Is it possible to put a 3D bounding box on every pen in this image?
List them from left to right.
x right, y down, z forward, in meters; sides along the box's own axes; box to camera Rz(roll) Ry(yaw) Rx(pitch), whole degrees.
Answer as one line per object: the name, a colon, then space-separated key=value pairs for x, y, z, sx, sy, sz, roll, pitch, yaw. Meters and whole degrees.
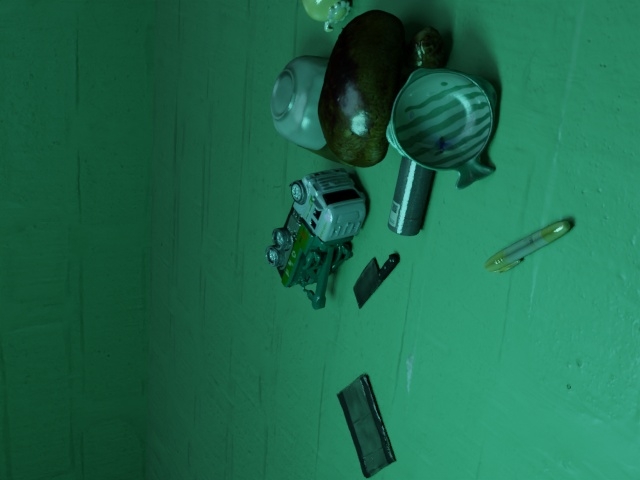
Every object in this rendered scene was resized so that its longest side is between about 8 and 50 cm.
pen: x=0.376 y=0.016 z=1.533 sx=0.040 sy=0.032 sz=0.233 roll=57 pitch=148 yaw=3

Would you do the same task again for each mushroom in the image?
mushroom: x=0.097 y=-0.321 z=1.785 sx=0.239 sy=0.345 sz=0.345 roll=34 pitch=136 yaw=7

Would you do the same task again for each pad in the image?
pad: x=0.114 y=0.471 z=2.130 sx=0.174 sy=0.022 sz=0.233 roll=-52 pitch=51 yaw=52

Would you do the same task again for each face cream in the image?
face cream: x=0.204 y=-0.147 z=1.786 sx=0.073 sy=0.073 sz=0.283 roll=47 pitch=135 yaw=50

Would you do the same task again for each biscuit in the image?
biscuit: x=0.021 y=-0.260 z=2.152 sx=0.322 sy=0.038 sz=0.099 roll=29 pitch=115 yaw=57

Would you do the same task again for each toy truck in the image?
toy truck: x=-0.003 y=-0.006 z=2.125 sx=0.178 sy=0.177 sz=0.363 roll=51 pitch=139 yaw=34

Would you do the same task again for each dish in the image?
dish: x=-0.048 y=-0.360 z=2.134 sx=0.256 sy=0.117 sz=0.256 roll=-24 pitch=61 yaw=56
dish: x=0.248 y=-0.226 z=1.639 sx=0.246 sy=0.224 sz=0.078 roll=60 pitch=-161 yaw=-9

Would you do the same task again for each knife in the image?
knife: x=0.128 y=0.083 z=2.035 sx=0.245 sy=0.019 sz=0.072 roll=124 pitch=134 yaw=-53

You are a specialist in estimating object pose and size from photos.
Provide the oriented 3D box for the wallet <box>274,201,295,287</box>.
wallet: x=-0.076 y=0.003 z=2.400 sx=0.146 sy=0.030 sz=0.285 roll=63 pitch=147 yaw=30

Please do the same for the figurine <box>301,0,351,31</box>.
figurine: x=-0.016 y=-0.673 z=1.950 sx=0.394 sy=0.275 sz=0.226 roll=86 pitch=162 yaw=-44
